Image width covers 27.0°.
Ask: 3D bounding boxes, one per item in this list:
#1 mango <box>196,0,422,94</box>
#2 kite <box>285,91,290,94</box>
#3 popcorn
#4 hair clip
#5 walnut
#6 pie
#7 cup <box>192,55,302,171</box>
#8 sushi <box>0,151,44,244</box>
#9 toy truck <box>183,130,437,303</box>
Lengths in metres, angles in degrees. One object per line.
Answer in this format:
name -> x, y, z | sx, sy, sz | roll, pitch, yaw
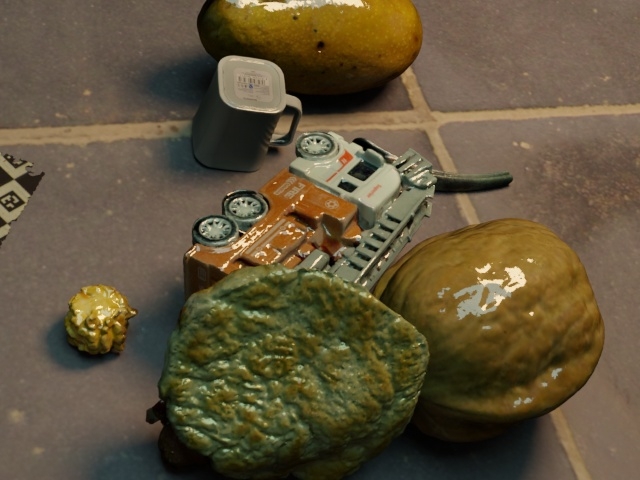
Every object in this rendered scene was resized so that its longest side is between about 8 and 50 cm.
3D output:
mango -> -0.012, -0.272, 1.779 | 0.329, 0.176, 0.175 | -13, 42, -27
kite -> -0.063, -0.204, 1.822 | 0.044, 0.002, 0.078 | 35, 49, 12
popcorn -> -0.245, 0.087, 1.485 | 0.083, 0.057, 0.082 | -6, 47, -18
hair clip -> 0.152, -0.087, 1.778 | 0.229, 0.039, 0.070 | 9, 50, -17
walnut -> 0.189, 0.097, 1.500 | 0.283, 0.227, 0.283 | 3, 48, -4
pie -> -0.032, 0.142, 1.379 | 0.274, 0.257, 0.105 | 10, 24, -9
cup -> -0.088, -0.157, 1.695 | 0.128, 0.129, 0.095 | 7, 56, -17
sushi -> -0.494, -0.063, 1.534 | 0.290, 0.050, 0.264 | 22, 48, 0
toy truck -> 0.000, 0.000, 1.559 | 0.184, 0.133, 0.338 | 26, 46, 24
